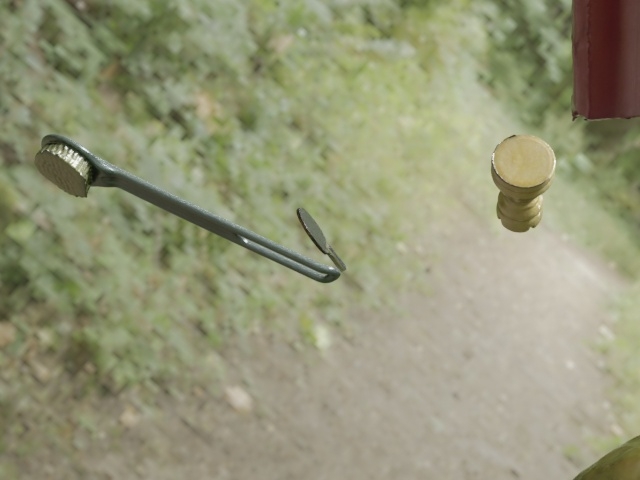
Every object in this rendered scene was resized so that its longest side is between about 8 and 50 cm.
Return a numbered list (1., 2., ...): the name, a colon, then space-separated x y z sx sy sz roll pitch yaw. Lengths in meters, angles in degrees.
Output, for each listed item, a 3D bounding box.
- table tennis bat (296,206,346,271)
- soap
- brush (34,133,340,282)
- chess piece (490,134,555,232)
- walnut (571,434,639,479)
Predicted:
1. table tennis bat: 0.000 0.000 1.760 0.083 0.007 0.050 52 13 -25
2. soap: 0.275 -0.217 1.546 0.162 0.099 0.250 -78 165 -58
3. brush: -0.109 -0.019 1.375 0.266 0.027 0.062 24 -26 7
4. chess piece: 0.208 -0.055 1.787 0.066 0.066 0.122 45 -16 20
5. walnut: 0.290 0.238 1.197 0.283 0.283 0.227 32 14 -44
